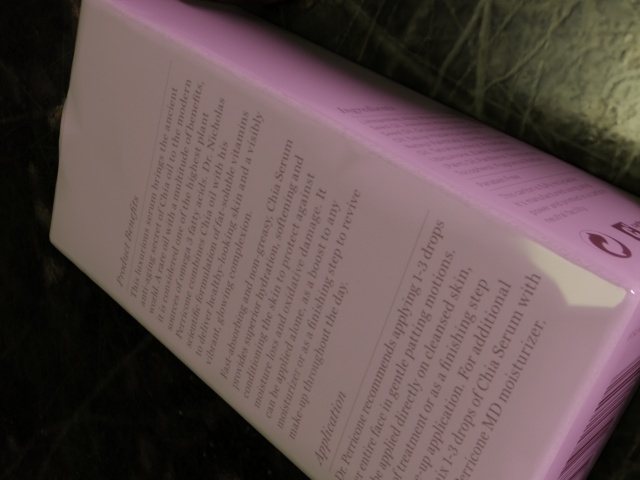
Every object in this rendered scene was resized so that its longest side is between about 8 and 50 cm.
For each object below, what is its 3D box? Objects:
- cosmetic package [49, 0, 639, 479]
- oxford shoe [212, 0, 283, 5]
[{"bbox_3d":[0.000,0.000,0.543,0.453,0.162,0.230,34,120,31],"label":"cosmetic package"},{"bbox_3d":[0.029,-0.268,0.493,0.348,0.123,0.130,-7,89,40],"label":"oxford shoe"}]
